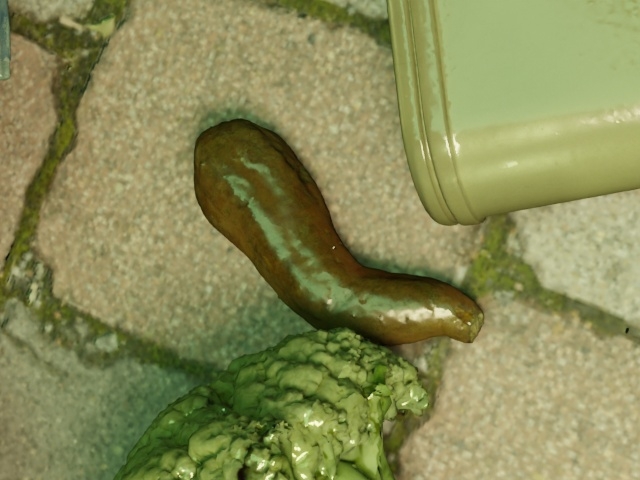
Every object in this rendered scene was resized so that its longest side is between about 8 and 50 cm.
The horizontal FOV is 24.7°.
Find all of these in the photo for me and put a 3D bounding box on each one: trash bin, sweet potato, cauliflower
[{"bbox_3d":[0.171,-0.145,0.868,0.247,0.121,0.243,-10,81,17],"label":"trash bin"},{"bbox_3d":[-0.002,0.006,0.950,0.233,0.062,0.081,41,98,18],"label":"sweet potato"},{"bbox_3d":[-0.017,0.206,0.851,0.250,0.272,0.275,27,109,-5],"label":"cauliflower"}]

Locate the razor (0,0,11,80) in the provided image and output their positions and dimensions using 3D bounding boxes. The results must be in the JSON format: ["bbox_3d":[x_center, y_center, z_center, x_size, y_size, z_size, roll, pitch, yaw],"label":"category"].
[{"bbox_3d":[-0.240,-0.186,1.075,0.040,0.068,0.135,-3,95,24],"label":"razor"}]
